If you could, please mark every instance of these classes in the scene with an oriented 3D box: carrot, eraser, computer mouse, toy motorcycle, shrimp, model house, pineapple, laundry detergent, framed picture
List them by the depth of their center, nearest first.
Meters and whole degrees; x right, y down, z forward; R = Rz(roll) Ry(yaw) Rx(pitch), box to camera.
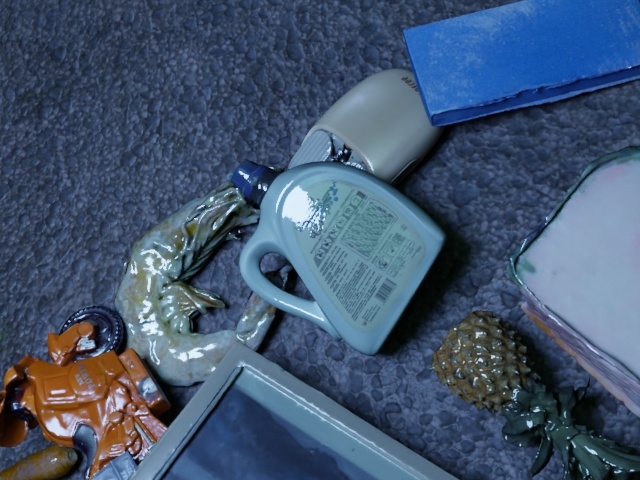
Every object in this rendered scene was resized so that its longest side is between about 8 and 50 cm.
[{"bbox_3d":[-0.014,0.345,0.904,0.446,0.028,0.326,29,66,19],"label":"framed picture"},{"bbox_3d":[0.350,0.045,0.908,0.202,0.237,0.237,39,83,25],"label":"model house"},{"bbox_3d":[0.253,0.205,0.945,0.277,0.130,0.119,41,125,23],"label":"pineapple"},{"bbox_3d":[0.000,0.000,1.053,0.281,0.105,0.214,31,101,6],"label":"laundry detergent"},{"bbox_3d":[-0.306,0.246,1.070,0.221,0.148,0.325,-34,61,-10],"label":"toy motorcycle"},{"bbox_3d":[0.278,-0.251,1.087,0.312,0.042,0.144,-14,68,0],"label":"eraser"},{"bbox_3d":[0.066,-0.137,1.130,0.236,0.082,0.145,-43,68,0],"label":"computer mouse"},{"bbox_3d":[-0.150,0.047,1.145,0.247,0.085,0.360,40,94,19],"label":"shrimp"},{"bbox_3d":[-0.439,0.342,1.164,0.216,0.048,0.048,-26,68,13],"label":"carrot"}]

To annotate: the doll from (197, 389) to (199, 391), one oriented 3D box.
[{"bbox_3d":[-0.126,0.294,1.062,0.102,0.075,0.227,-29,57,22],"label":"doll"}]
